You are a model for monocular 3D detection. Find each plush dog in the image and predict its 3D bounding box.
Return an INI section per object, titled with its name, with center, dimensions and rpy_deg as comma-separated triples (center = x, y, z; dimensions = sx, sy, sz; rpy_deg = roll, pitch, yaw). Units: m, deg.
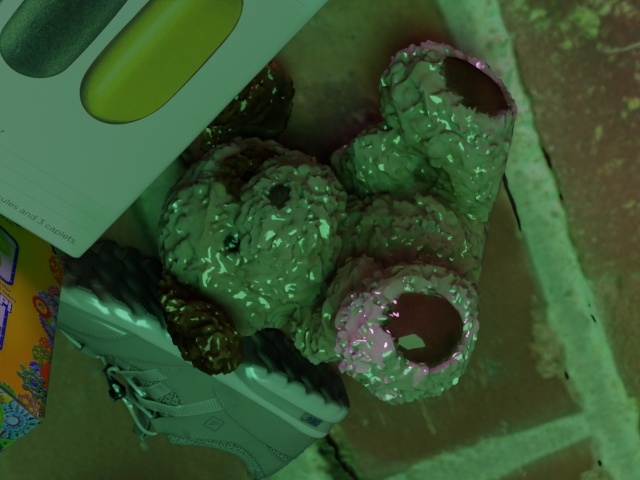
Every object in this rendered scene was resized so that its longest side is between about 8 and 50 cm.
[plush dog]
center = 0.000, 0.000, 1.365
dimensions = 0.225, 0.262, 0.210
rpy_deg = 12, 155, 1

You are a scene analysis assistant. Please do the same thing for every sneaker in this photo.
[sneaker]
center = -0.118, 0.095, 1.426
dimensions = 0.281, 0.105, 0.115
rpy_deg = 31, 108, -19

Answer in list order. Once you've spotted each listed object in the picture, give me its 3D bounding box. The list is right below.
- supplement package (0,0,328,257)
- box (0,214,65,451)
[supplement package]
center = -0.140, -0.172, 1.181
dimensions = 0.199, 0.198, 0.263
rpy_deg = 33, 124, -23
[box]
center = -0.329, 0.057, 1.267
dimensions = 0.290, 0.279, 0.177
rpy_deg = -35, 118, 19
